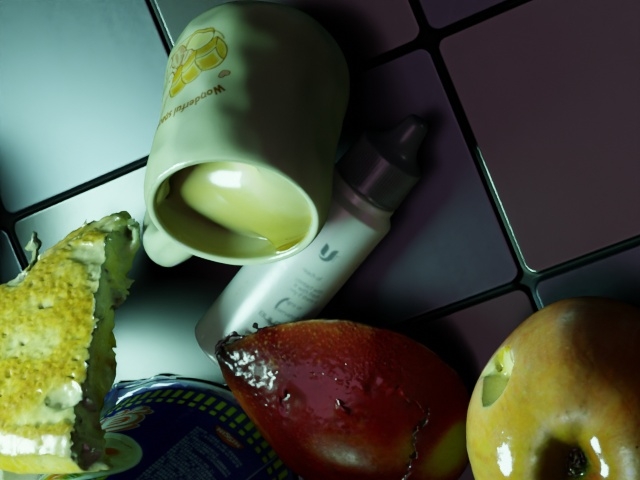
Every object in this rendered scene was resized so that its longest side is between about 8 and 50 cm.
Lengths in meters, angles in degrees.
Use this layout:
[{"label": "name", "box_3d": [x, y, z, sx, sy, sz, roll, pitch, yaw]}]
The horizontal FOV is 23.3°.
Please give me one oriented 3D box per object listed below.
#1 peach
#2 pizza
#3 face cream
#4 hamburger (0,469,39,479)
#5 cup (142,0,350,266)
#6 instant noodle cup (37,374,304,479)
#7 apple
[{"label": "peach", "box_3d": [0.025, 0.167, 1.491, 0.279, 0.068, 0.189, 21, 113, -9]}, {"label": "pizza", "box_3d": [-0.248, 0.094, 1.482, 0.280, 0.075, 0.288, 21, 65, 37]}, {"label": "face cream", "box_3d": [0.000, 0.000, 1.503, 0.092, 0.092, 0.311, 40, 108, 7]}, {"label": "hamburger", "box_3d": [-0.360, 0.179, 1.617, 0.116, 0.173, 0.210, -9, 100, -19]}, {"label": "cup", "box_3d": [-0.071, -0.081, 1.461, 0.173, 0.202, 0.255, 11, 144, -3]}, {"label": "instant noodle cup", "box_3d": [-0.188, 0.299, 1.498, 0.284, 0.312, 0.284, 3, 100, 17]}, {"label": "apple", "box_3d": [0.246, 0.173, 1.377, 0.242, 0.241, 0.242, 4, 102, 18]}]
